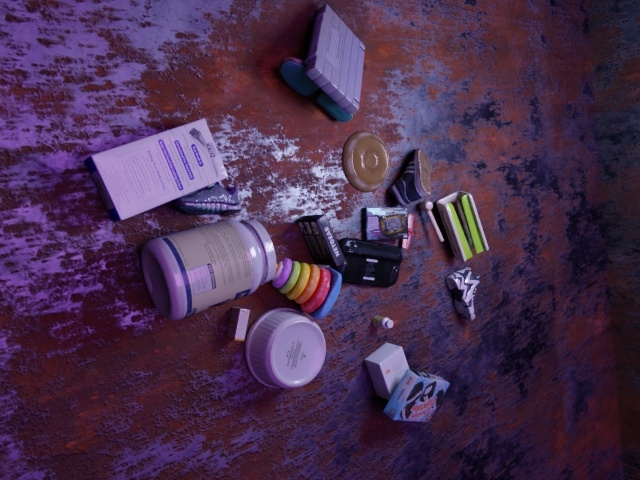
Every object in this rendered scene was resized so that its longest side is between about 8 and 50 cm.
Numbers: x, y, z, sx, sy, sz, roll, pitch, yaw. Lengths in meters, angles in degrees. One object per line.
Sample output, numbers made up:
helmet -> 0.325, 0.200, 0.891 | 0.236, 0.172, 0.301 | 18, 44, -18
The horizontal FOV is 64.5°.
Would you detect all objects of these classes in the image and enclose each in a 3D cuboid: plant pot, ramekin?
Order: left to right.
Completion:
ramekin -> -0.103, 0.361, 1.673 | 0.273, 0.127, 0.272 | -1, 92, -36
plant pot -> 0.183, -0.301, 1.925 | 0.236, 0.032, 0.236 | -1, 91, -35

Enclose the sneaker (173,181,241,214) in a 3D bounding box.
sneaker -> -0.346, -0.131, 1.535 | 0.224, 0.083, 0.098 | 1, 78, -45

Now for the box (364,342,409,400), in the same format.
box -> 0.265, 0.505, 1.959 | 0.130, 0.091, 0.170 | -29, 107, -31

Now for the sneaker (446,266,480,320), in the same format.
sneaker -> 0.658, 0.224, 2.231 | 0.153, 0.094, 0.235 | -31, 98, -22

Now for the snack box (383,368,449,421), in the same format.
snack box -> 0.382, 0.611, 1.980 | 0.322, 0.060, 0.187 | 27, 92, -51

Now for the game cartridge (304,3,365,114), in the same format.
game cartridge -> 0.053, -0.622, 1.733 | 0.230, 0.068, 0.355 | 32, 49, -31

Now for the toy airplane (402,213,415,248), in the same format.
toy airplane -> 0.328, -0.042, 2.034 | 0.151, 0.028, 0.151 | 5, 82, -36

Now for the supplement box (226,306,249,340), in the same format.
supplement box -> -0.259, 0.262, 1.600 | 0.036, 0.062, 0.098 | 14, 83, -34

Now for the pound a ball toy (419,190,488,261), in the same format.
pound a ball toy -> 0.552, -0.066, 2.152 | 0.208, 0.136, 0.319 | -26, 107, -6

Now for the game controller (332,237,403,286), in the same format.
game controller -> 0.183, 0.088, 1.924 | 0.319, 0.067, 0.166 | 10, 99, -35

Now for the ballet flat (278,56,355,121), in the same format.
ballet flat -> -0.003, -0.545, 1.753 | 0.342, 0.116, 0.124 | 28, 55, -33

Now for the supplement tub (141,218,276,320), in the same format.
supplement tub -> -0.315, 0.072, 1.452 | 0.325, 0.235, 0.235 | -18, 101, -34

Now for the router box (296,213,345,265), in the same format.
router box -> 0.000, 0.000, 1.737 | 0.046, 0.133, 0.178 | -34, 110, -30

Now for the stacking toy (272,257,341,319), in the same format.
stacking toy -> -0.099, 0.123, 1.675 | 0.302, 0.166, 0.175 | 27, 87, -21

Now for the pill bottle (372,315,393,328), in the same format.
pill bottle -> 0.239, 0.314, 1.942 | 0.043, 0.083, 0.043 | -1, 92, -36

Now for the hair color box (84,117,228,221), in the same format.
hair color box -> -0.453, -0.202, 1.429 | 0.339, 0.110, 0.185 | -28, 105, -30

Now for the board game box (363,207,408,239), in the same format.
board game box -> 0.254, -0.065, 1.957 | 0.186, 0.026, 0.126 | -1, 91, -22

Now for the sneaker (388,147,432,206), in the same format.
sneaker -> 0.357, -0.250, 2.022 | 0.099, 0.153, 0.282 | 42, 38, -26
